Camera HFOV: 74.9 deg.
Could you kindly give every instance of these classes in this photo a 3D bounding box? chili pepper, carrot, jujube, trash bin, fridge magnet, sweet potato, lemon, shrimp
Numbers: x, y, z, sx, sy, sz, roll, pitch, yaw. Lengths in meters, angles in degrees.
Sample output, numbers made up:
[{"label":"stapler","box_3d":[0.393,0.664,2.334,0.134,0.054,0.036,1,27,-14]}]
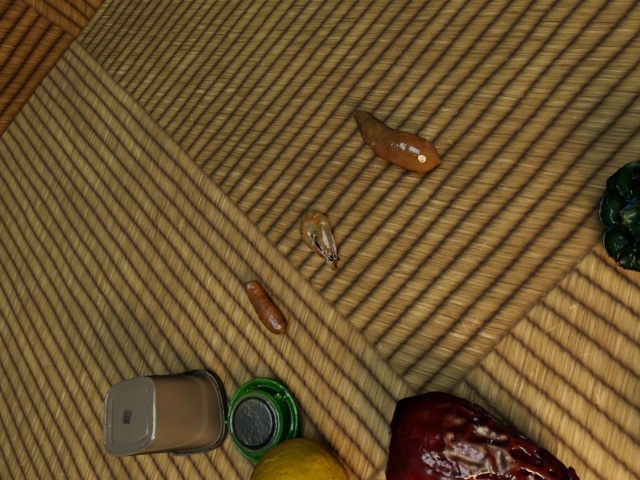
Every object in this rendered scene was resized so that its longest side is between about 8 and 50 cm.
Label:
[{"label":"chili pepper","box_3d":[0.689,-0.055,0.783,0.257,0.248,0.233,-8,102,15]},{"label":"carrot","box_3d":[-0.158,0.183,1.161,0.060,0.060,0.186,-45,64,7]},{"label":"jujube","box_3d":[0.297,0.460,0.821,0.377,0.258,0.258,21,87,32]},{"label":"trash bin","box_3d":[-0.406,0.455,1.094,0.220,0.250,0.219,-21,65,17]},{"label":"fridge magnet","box_3d":[-0.153,0.461,1.076,0.208,0.088,0.207,-5,76,21]},{"label":"sweet potato","box_3d":[0.182,-0.262,1.105,0.292,0.097,0.097,37,93,26]},{"label":"lemon","box_3d":[-0.042,0.568,0.929,0.229,0.253,0.228,-12,51,16]},{"label":"shrimp","box_3d":[0.000,0.000,1.150,0.101,0.042,0.190,-41,65,31]}]
